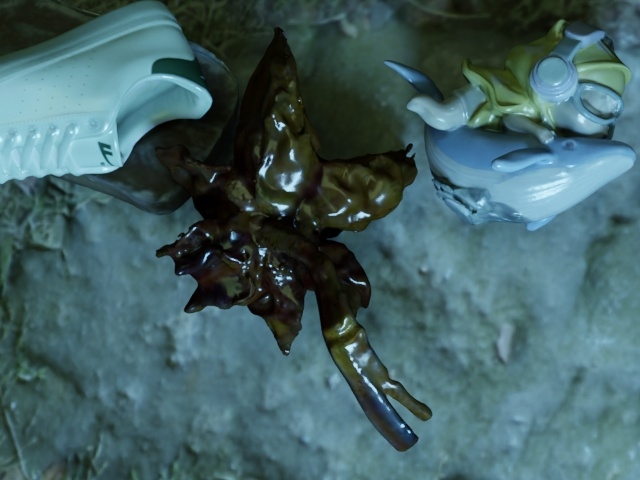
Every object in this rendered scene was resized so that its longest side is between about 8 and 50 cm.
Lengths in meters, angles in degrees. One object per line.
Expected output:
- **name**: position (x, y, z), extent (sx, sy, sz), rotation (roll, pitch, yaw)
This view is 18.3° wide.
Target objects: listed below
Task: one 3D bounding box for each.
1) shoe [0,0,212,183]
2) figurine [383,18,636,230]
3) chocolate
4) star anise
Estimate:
- **shoe**: position (-0.209, -0.094, 1.580), extent (0.265, 0.095, 0.110), rotation (-32, 62, -14)
- **figurine**: position (0.153, -0.097, 1.573), extent (0.208, 0.128, 0.184), rotation (25, 79, 24)
- **chocolate**: position (-0.192, -0.108, 1.686), extent (0.254, 0.080, 0.157), rotation (22, 65, 18)
- **star anise**: position (-0.002, 0.007, 1.555), extent (0.237, 0.148, 0.346), rotation (-11, 67, -24)
